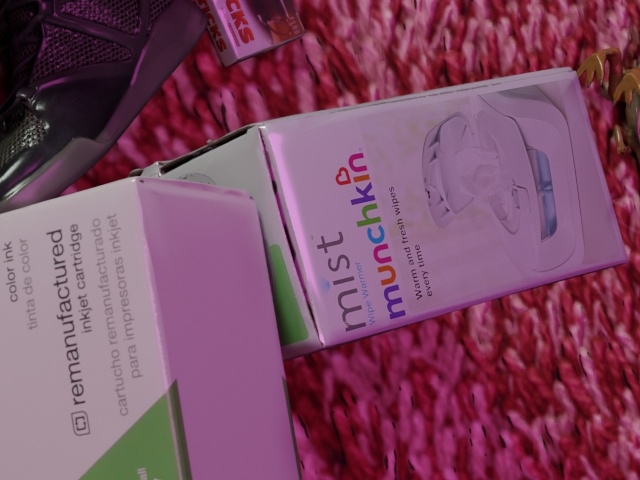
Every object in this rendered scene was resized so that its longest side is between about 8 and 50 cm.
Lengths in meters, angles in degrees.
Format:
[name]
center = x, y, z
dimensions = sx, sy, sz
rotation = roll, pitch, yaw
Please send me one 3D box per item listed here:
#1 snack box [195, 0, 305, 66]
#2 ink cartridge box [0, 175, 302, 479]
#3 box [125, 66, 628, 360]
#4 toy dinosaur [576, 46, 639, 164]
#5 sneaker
[snack box]
center = -0.073, -0.211, 1.117
dimensions = 0.064, 0.022, 0.178
rotation = -26, 94, -35
[ink cartridge box]
center = -0.159, 0.099, 0.807
dimensions = 0.117, 0.278, 0.201
rotation = 6, 72, -62
[box]
center = 0.000, 0.000, 0.966
dimensions = 0.231, 0.262, 0.127
rotation = -14, 87, -37
[toy dinosaur]
center = 0.260, -0.128, 1.315
dimensions = 0.112, 0.064, 0.212
rotation = 17, 77, -50
[sneaker]
center = -0.171, -0.103, 0.985
dimensions = 0.130, 0.087, 0.227
rotation = 43, 55, -16
